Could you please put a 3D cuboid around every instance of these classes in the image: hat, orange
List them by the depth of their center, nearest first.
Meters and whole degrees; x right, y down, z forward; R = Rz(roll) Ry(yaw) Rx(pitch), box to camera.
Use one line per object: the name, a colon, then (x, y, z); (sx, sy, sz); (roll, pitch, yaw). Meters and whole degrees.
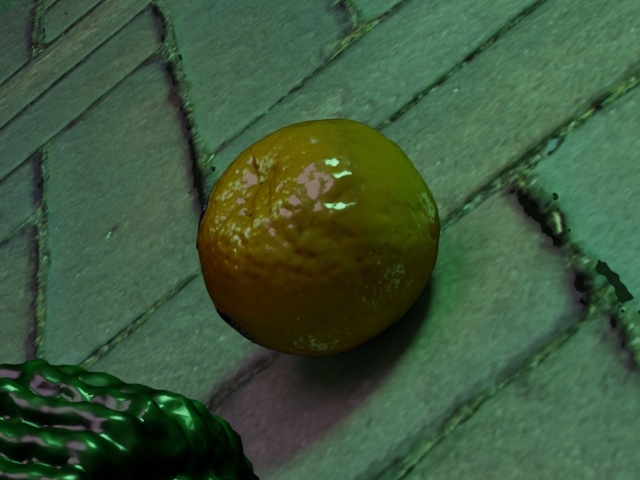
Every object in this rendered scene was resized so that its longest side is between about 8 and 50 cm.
hat: (-0.063, 0.208, 0.775); (0.332, 0.274, 0.242); (8, 60, 24)
orange: (-0.002, 0.000, 1.076); (0.177, 0.155, 0.177); (-40, 25, 23)
